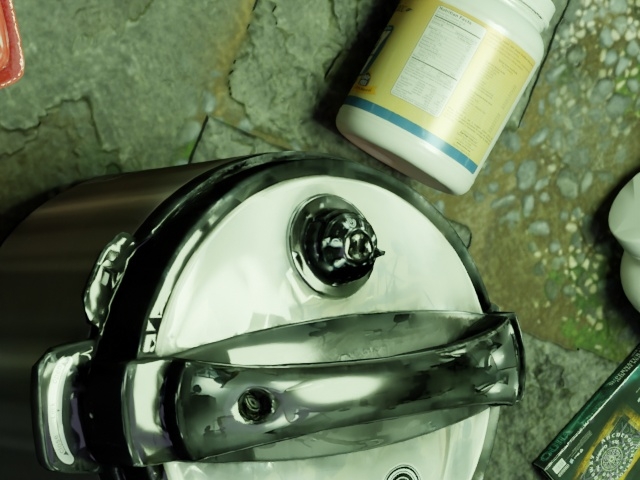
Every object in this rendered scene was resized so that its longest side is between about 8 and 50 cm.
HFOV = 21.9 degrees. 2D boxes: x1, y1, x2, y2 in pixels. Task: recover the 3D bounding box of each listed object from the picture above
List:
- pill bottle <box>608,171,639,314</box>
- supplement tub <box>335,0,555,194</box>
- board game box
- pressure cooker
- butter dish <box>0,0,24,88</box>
[{"bbox_3d":[0.440,0.063,1.744,0.181,0.181,0.323,-47,117,-10],"label":"pill bottle"},{"bbox_3d":[0.120,-0.159,1.553,0.144,0.144,0.199,31,87,-29],"label":"supplement tub"},{"bbox_3d":[0.332,0.219,1.815,0.186,0.026,0.126,-46,117,-11],"label":"board game box"},{"bbox_3d":[-0.066,0.110,1.333,0.375,0.420,0.370,48,62,-24],"label":"pressure cooker"},{"bbox_3d":[-0.317,-0.180,1.345,0.160,0.118,0.160,-18,110,-22],"label":"butter dish"}]
